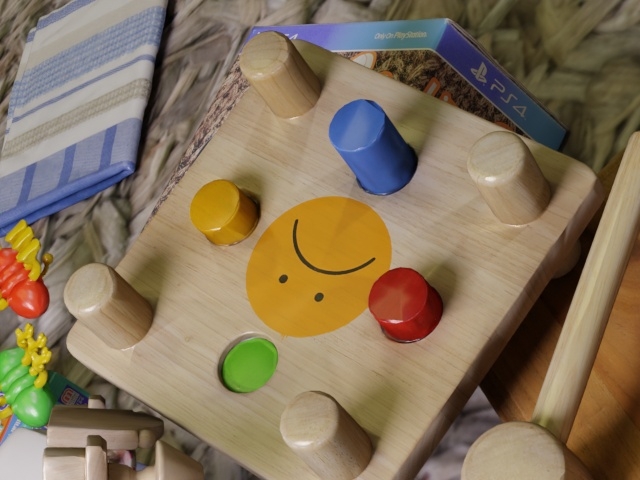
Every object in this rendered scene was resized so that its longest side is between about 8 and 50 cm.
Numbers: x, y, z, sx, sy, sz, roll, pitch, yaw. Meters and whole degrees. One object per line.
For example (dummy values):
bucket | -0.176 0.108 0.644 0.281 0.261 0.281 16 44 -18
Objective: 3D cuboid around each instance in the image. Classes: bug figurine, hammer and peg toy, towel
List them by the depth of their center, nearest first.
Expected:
hammer and peg toy | 0.047 0.034 1.111 0.361 0.127 0.266 26 75 35
bug figurine | -0.309 0.124 1.590 0.279 0.072 0.216 -41 41 6
towel | -0.235 -0.144 1.881 0.209 0.034 0.285 -23 45 33

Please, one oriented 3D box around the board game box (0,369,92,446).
board game box | -0.303 0.177 1.641 0.210 0.047 0.160 7 64 51

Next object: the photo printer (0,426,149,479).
photo printer | -0.175 0.275 1.341 0.307 0.107 0.256 11 67 54

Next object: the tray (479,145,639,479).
tray | 0.216 0.089 1.041 0.203 0.076 0.411 -44 27 8

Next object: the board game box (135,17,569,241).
board game box | 0.000 0.000 1.363 0.232 0.141 0.291 5 63 52

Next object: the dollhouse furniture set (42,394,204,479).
dollhouse furniture set | -0.073 0.256 1.106 0.355 0.174 0.303 -169 80 -83
